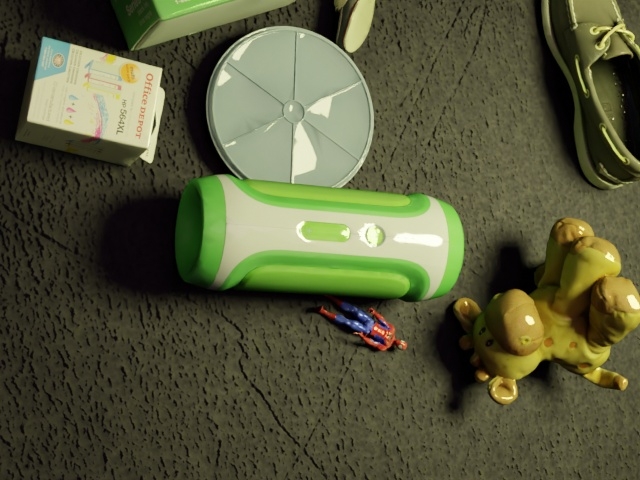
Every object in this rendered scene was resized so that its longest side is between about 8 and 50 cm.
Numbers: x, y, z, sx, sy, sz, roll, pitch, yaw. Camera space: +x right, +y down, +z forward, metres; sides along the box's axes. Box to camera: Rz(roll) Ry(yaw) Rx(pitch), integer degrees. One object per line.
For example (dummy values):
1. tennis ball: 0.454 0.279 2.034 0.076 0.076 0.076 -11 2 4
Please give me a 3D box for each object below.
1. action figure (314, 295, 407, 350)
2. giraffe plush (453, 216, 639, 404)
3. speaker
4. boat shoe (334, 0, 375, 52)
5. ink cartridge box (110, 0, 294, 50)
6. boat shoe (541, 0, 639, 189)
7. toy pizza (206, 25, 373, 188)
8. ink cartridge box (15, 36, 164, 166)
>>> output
1. action figure: 0.050 0.095 1.301 0.115 0.030 0.038 31 67 -17
2. giraffe plush: 0.250 0.095 1.330 0.171 0.181 0.210 -11 121 -13
3. speaker: 0.000 0.000 1.239 0.297 0.131 0.131 5 81 -22
4. boat shoe: 0.039 -0.284 1.344 0.043 0.049 0.137 11 77 23
5. ink cartridge box: -0.151 -0.379 1.236 0.211 0.121 0.289 -23 91 -24
6. boat shoe: 0.359 -0.220 1.437 0.109 0.091 0.305 -11 87 -23
7. toy pizza: -0.035 -0.143 1.298 0.201 0.032 0.201 3 82 -22
8. ink cartridge box: -0.231 -0.139 1.186 0.143 0.090 0.092 12 78 -20
